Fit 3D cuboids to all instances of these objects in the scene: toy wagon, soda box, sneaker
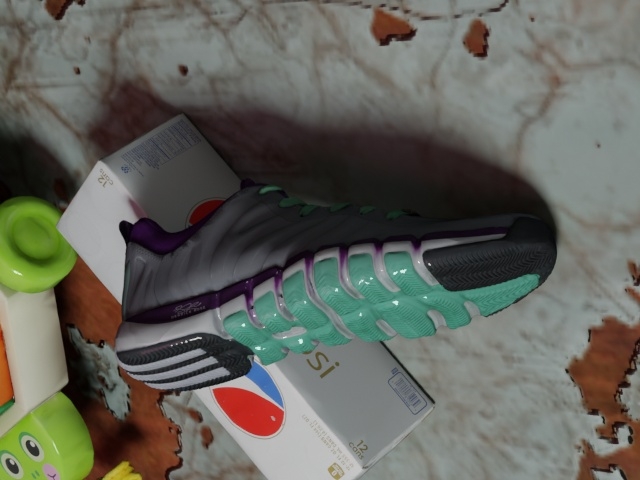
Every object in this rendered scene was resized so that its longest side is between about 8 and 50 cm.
[{"bbox_3d":[-0.243,0.040,1.158,0.344,0.068,0.267,52,139,1],"label":"toy wagon"},{"bbox_3d":[-0.042,0.041,1.018,0.216,0.069,0.074,50,138,7],"label":"soda box"},{"bbox_3d":[0.000,0.000,0.918,0.224,0.098,0.083,-14,153,12],"label":"sneaker"}]
